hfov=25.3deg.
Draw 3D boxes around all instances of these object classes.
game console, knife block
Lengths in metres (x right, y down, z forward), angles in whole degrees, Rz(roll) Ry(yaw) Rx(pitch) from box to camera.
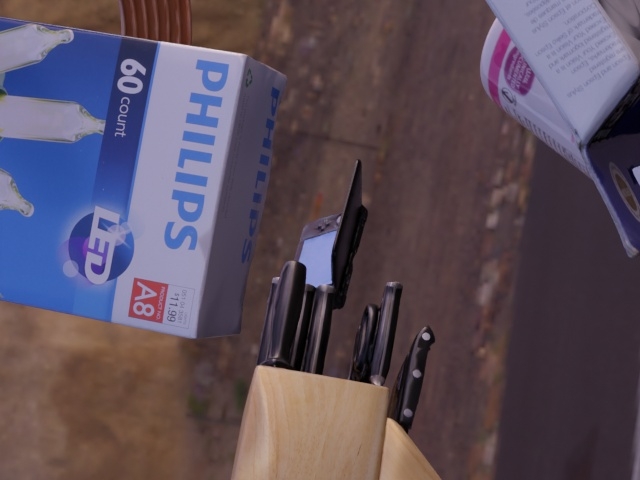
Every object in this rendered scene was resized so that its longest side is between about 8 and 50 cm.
[{"bbox_3d":[0.000,0.000,1.313,0.107,0.071,0.122,-16,41,33],"label":"game console"},{"bbox_3d":[-0.027,0.145,0.982,0.242,0.275,0.088,51,155,20],"label":"knife block"}]

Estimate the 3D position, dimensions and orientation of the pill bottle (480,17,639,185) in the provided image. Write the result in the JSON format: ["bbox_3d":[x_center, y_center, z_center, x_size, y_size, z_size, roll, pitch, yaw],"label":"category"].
[{"bbox_3d":[0.288,-0.115,1.239,0.283,0.160,0.160,43,134,33],"label":"pill bottle"}]

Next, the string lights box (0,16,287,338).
[{"bbox_3d":[-0.158,-0.041,0.696,0.077,0.259,0.133,9,-89,-76],"label":"string lights box"}]

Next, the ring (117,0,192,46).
[{"bbox_3d":[-0.245,-0.142,1.012,0.032,0.336,0.337,28,109,54],"label":"ring"}]

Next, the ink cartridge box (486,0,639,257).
[{"bbox_3d":[0.126,-0.110,0.672,0.045,0.224,0.223,-32,-5,22],"label":"ink cartridge box"}]
